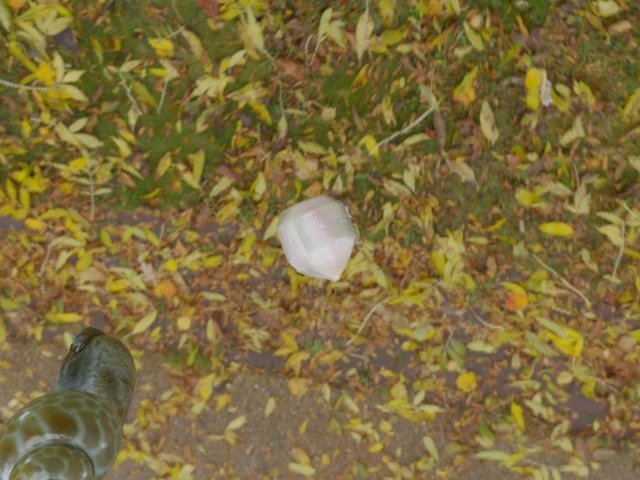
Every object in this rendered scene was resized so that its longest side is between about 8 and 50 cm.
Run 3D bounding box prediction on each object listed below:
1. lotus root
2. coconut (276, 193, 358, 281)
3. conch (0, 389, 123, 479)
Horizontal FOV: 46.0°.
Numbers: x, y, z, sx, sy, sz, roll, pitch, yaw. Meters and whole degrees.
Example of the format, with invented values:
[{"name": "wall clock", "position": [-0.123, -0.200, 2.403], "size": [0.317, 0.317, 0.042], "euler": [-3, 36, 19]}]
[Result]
[{"name": "lotus root", "position": [-0.488, 0.338, 1.635], "size": [0.175, 0.349, 0.175], "euler": [-4, 131, -4]}, {"name": "coconut", "position": [0.000, 0.000, 1.075], "size": [0.110, 0.110, 0.124], "euler": [-24, 89, 21]}, {"name": "conch", "position": [-0.279, 0.219, 0.791], "size": [0.116, 0.173, 0.106], "euler": [33, 134, 5]}]
